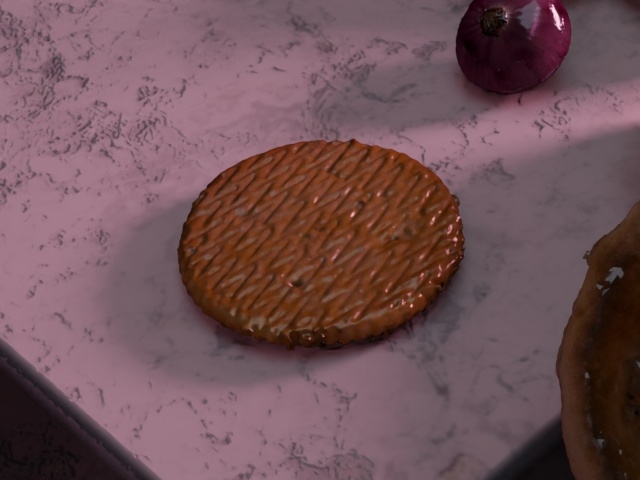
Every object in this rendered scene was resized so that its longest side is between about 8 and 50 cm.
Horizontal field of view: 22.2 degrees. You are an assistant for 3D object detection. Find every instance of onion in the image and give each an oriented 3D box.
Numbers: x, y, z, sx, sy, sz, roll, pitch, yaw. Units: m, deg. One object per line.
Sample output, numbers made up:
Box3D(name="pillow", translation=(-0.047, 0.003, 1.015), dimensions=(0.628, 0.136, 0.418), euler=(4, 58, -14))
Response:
Box3D(name="onion", translation=(0.186, -0.194, 1.566), dimensions=(0.115, 0.104, 0.115), euler=(-6, 78, 29))

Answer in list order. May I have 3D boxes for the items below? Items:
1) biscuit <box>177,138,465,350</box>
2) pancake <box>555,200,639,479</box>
Box3D(name="biscuit", translation=(0.000, 0.000, 1.412), dimensions=(0.254, 0.035, 0.254), euler=(-3, 44, 3))
Box3D(name="pancake", translation=(0.332, 0.095, 1.134), dimensions=(0.356, 0.065, 0.356), euler=(-2, 82, 13))
